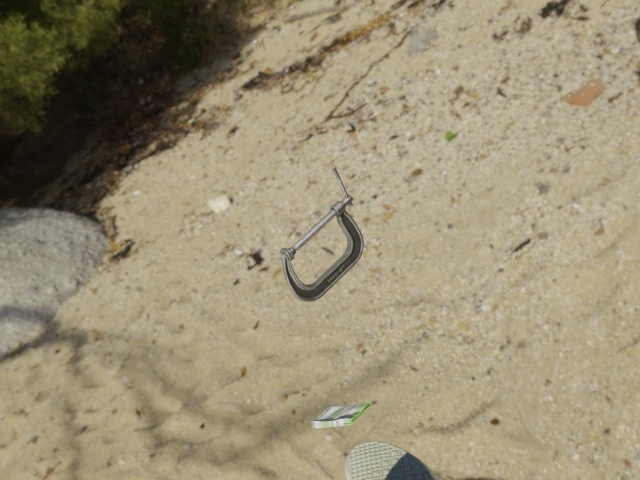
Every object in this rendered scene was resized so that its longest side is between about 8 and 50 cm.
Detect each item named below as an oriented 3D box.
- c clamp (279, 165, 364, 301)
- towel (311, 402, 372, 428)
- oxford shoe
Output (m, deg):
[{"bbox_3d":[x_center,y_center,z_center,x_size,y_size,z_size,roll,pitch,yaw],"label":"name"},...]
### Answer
[{"bbox_3d":[0.000,0.000,0.834,0.161,0.137,0.022,-48,32,-20],"label":"c clamp"},{"bbox_3d":[0.058,0.490,1.702,0.152,0.023,0.113,-21,4,39],"label":"towel"},{"bbox_3d":[0.225,0.584,1.262,0.449,0.130,0.169,25,53,39],"label":"oxford shoe"}]
